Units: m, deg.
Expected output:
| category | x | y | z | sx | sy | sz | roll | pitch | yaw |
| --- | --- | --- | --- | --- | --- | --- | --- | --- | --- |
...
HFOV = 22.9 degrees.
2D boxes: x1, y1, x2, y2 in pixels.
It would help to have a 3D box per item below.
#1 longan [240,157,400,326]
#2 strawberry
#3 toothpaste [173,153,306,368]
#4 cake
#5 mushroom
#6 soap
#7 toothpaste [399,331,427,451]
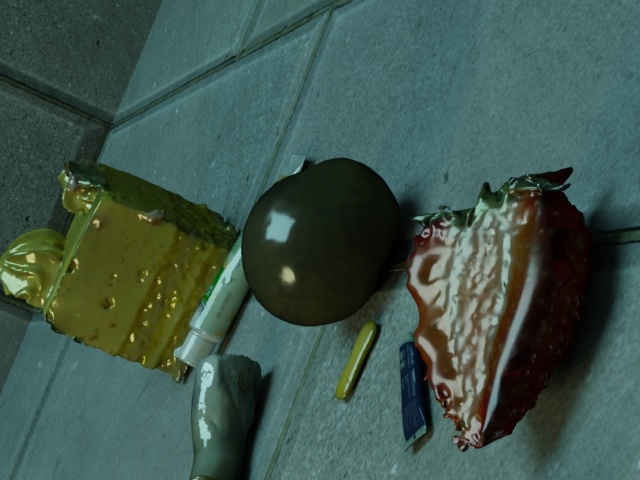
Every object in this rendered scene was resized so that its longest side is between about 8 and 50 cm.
| category | x | y | z | sx | sy | sz | roll | pitch | yaw |
| --- | --- | --- | --- | --- | --- | --- | --- | --- | --- |
| longan | 0.000 | 0.000 | 1.684 | 0.187 | 0.167 | 0.167 | -42 | 20 | 2 |
| strawberry | 0.162 | 0.057 | 1.264 | 0.174 | 0.098 | 0.228 | -33 | 46 | 31 |
| toothpaste | -0.099 | 0.025 | 2.094 | 0.058 | 0.056 | 0.314 | 26 | 87 | 32 |
| cake | -0.286 | 0.028 | 2.218 | 0.227 | 0.286 | 0.222 | -62 | 19 | 9 |
| mushroom | -0.118 | 0.236 | 1.828 | 0.092 | 0.081 | 0.223 | 106 | 173 | -55 |
| soap | 0.037 | 0.125 | 1.639 | 0.089 | 0.012 | 0.034 | -66 | 18 | -1 |
| toothpaste | 0.086 | 0.137 | 1.478 | 0.037 | 0.021 | 0.140 | -51 | 25 | 35 |
